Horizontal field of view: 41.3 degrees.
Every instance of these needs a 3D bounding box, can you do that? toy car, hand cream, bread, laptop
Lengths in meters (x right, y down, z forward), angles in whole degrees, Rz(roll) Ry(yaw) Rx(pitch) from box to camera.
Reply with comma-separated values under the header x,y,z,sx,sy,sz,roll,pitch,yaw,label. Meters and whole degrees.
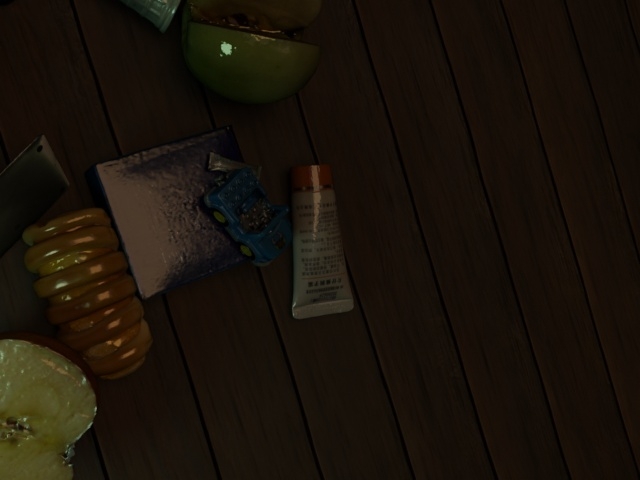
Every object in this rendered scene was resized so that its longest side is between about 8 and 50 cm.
x,y,z,sx,sy,sz,roll,pitch,yaw,label
-0.119,-0.046,1.556,0.097,0.100,0.191,-48,113,-28,toy car
0.000,0.000,1.739,0.140,0.089,0.314,-4,91,-24,hand cream
-0.407,0.101,1.489,0.173,0.121,0.311,-20,94,11,bread
-0.539,-0.044,1.440,0.015,0.187,0.269,34,69,13,laptop

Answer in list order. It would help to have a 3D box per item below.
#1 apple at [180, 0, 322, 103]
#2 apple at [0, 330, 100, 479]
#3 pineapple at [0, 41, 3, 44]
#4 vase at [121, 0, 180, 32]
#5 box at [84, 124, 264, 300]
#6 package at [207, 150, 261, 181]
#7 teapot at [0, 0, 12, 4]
x,y,z,sx,sy,sz,roll,pitch,yaw,label
-0.132,-0.401,1.606,0.254,0.292,0.291,4,83,-16,apple
-0.503,0.280,1.423,0.251,0.163,0.293,31,97,-18,apple
-0.634,-0.384,1.440,0.176,0.161,0.136,4,72,-26,pineapple
-0.401,-0.516,1.575,0.299,0.143,0.143,23,76,-20,vase
-0.264,-0.054,1.605,0.279,0.116,0.261,-21,96,-25,box
-0.160,-0.137,1.593,0.110,0.015,0.037,14,76,-29,package
-0.576,-0.466,1.532,0.068,0.045,0.100,40,71,-19,teapot
